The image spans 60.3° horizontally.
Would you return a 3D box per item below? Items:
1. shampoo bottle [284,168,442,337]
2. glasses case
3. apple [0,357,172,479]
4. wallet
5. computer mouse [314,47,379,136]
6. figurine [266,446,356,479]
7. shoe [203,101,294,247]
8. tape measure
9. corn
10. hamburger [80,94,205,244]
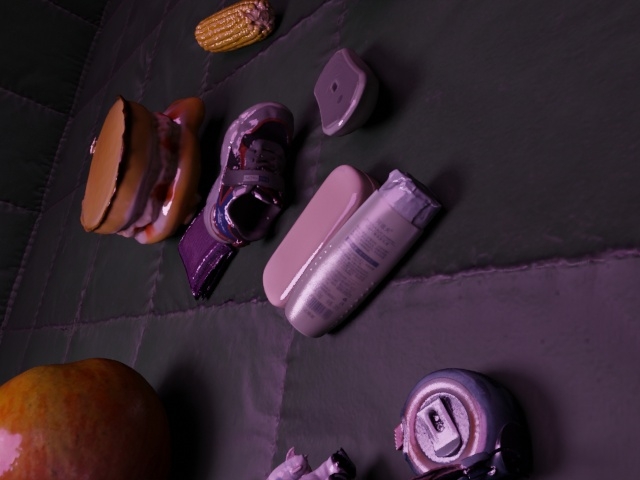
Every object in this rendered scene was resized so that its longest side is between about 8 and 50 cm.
[{"bbox_3d":[0.041,0.020,0.597,0.072,0.049,0.212,45,112,10],"label":"shampoo bottle"},{"bbox_3d":[0.000,0.000,0.668,0.196,0.050,0.083,-53,35,21],"label":"glasses case"},{"bbox_3d":[-0.359,0.310,0.788,0.302,0.302,0.301,-29,50,42],"label":"apple"},{"bbox_3d":[-0.201,0.015,0.946,0.111,0.030,0.166,-58,36,16],"label":"wallet"},{"bbox_3d":[0.035,-0.190,0.718,0.089,0.056,0.181,-49,31,24],"label":"computer mouse"},{"bbox_3d":[-0.041,0.297,0.521,0.229,0.112,0.137,-53,10,11],"label":"figurine"},{"bbox_3d":[-0.094,-0.088,0.793,0.227,0.100,0.125,-68,27,10],"label":"shoe"},{"bbox_3d":[0.062,0.148,0.410,0.104,0.180,0.107,-64,32,36],"label":"tape measure"},{"bbox_3d":[-0.173,-0.425,1.101,0.249,0.081,0.081,12,82,54],"label":"corn"},{"bbox_3d":[-0.335,-0.144,1.075,0.261,0.187,0.302,-2,81,54],"label":"hamburger"}]
